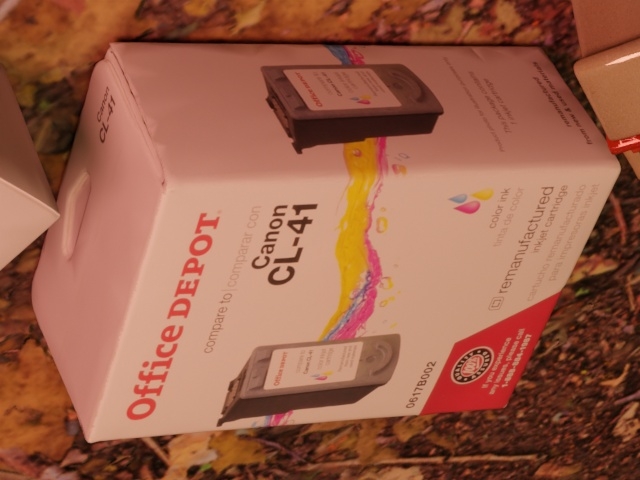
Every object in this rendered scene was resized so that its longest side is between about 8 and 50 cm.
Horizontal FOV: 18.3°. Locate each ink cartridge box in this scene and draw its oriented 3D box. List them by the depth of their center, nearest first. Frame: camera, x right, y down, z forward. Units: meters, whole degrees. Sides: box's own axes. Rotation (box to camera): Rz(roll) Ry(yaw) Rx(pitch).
[{"bbox_3d":[0.000,0.000,1.234,0.306,0.131,0.226,-4,135,-27],"label":"ink cartridge box"}]

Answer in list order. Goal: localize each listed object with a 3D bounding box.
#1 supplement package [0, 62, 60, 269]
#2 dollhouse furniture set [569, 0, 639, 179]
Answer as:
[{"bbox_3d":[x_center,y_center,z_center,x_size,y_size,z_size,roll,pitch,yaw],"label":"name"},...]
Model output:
[{"bbox_3d":[-0.282,-0.007,1.062,0.244,0.139,0.134,-40,137,15],"label":"supplement package"},{"bbox_3d":[0.281,-0.135,1.153,0.259,0.262,0.135,-18,146,19],"label":"dollhouse furniture set"}]
